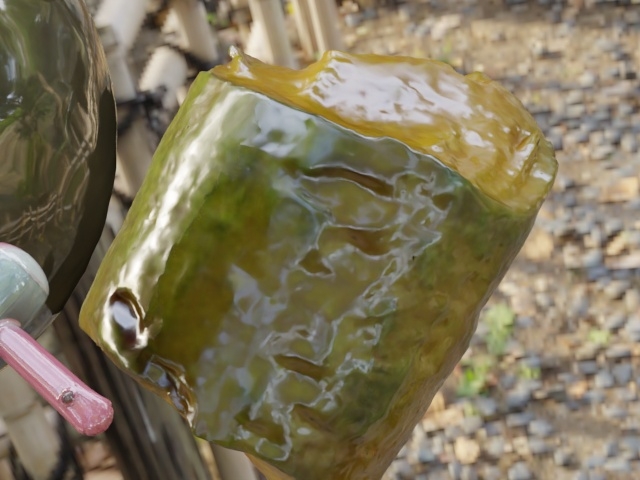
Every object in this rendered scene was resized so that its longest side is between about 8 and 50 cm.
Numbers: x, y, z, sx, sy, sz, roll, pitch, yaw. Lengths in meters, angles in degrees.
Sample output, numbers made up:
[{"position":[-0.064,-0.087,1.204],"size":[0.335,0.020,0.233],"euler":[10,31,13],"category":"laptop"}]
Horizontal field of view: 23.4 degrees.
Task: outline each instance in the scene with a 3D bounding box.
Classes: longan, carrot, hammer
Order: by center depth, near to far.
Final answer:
[{"position":[-0.098,0.038,0.513],"size":[0.083,0.031,0.052],"euler":[37,80,27],"category":"hammer"},{"position":[-0.242,-0.046,0.788],"size":[0.297,0.297,0.297],"euler":[-8,40,7],"category":"longan"},{"position":[0.000,0.000,0.997],"size":[0.241,0.241,0.341],"euler":[24,84,37],"category":"carrot"}]
